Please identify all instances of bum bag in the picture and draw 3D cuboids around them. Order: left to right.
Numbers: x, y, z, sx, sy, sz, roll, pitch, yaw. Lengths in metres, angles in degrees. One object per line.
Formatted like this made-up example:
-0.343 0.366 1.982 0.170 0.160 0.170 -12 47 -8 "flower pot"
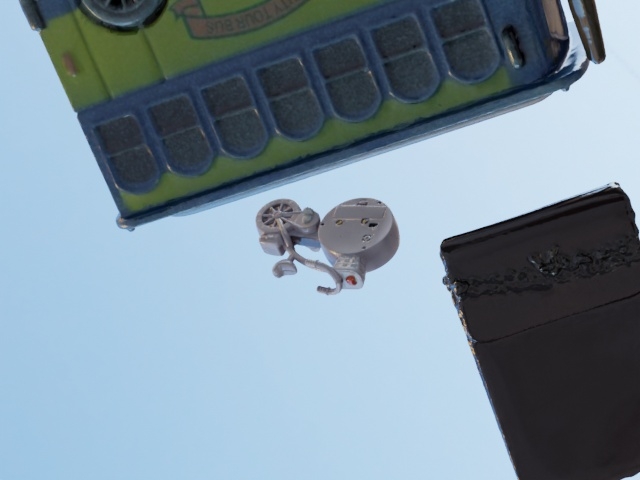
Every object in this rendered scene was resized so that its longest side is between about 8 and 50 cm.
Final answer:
0.136 0.057 0.805 0.026 0.109 0.159 -125 15 -83 "bum bag"

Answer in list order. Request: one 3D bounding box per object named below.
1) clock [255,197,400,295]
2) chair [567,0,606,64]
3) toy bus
0.000 0.000 1.245 0.087 0.129 0.041 -62 -34 -34 "clock"
0.185 -0.239 0.760 0.272 0.166 0.188 57 -147 -56 "chair"
-0.005 -0.142 0.938 0.152 0.312 0.190 -62 -48 -67 "toy bus"
